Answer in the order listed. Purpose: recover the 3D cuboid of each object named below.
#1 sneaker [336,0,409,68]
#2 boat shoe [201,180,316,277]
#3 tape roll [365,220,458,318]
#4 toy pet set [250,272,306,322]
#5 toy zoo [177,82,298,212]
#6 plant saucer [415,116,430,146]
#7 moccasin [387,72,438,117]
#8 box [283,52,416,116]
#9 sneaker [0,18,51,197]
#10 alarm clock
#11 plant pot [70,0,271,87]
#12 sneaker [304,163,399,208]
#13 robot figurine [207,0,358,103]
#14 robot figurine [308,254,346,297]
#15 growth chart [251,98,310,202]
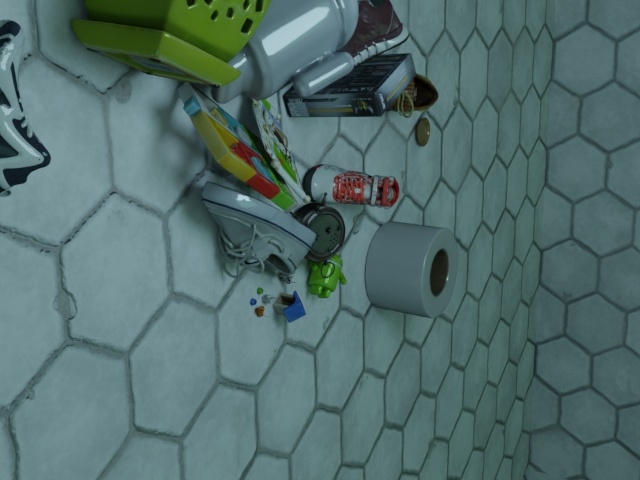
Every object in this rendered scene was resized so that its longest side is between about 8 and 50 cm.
[{"bbox_3d":[0.042,-0.435,1.698,0.281,0.106,0.163,-33,105,-27],"label":"sneaker"},{"bbox_3d":[-0.137,0.004,1.622,0.157,0.135,0.367,-66,155,-5],"label":"boat shoe"},{"bbox_3d":[0.250,0.076,2.233,0.246,0.169,0.246,-24,118,-55],"label":"tape roll"},{"bbox_3d":[-0.080,0.128,1.790,0.122,0.065,0.114,-59,143,-32],"label":"toy pet set"},{"bbox_3d":[-0.158,-0.175,1.490,0.030,0.192,0.293,-38,149,11],"label":"toy zoo"},{"bbox_3d":[0.290,-0.311,2.356,0.083,0.015,0.083,-20,113,-56],"label":"plant saucer"},{"bbox_3d":[0.180,-0.370,2.024,0.380,0.147,0.139,5,93,-60],"label":"moccasin"},{"bbox_3d":[0.062,-0.330,1.754,0.183,0.231,0.056,-52,135,-41],"label":"box"},{"bbox_3d":[-0.422,-0.164,1.111,0.153,0.094,0.235,30,72,-59],"label":"sneaker"},{"bbox_3d":[0.000,0.000,1.852,0.129,0.064,0.192,-29,119,-27],"label":"alarm clock"},{"bbox_3d":[-0.231,-0.363,1.266,0.227,0.228,0.207,14,91,-60],"label":"plant pot"},{"bbox_3d":[0.085,-0.125,1.926,0.270,0.145,0.090,1,97,-59],"label":"sneaker"},{"bbox_3d":[-0.075,-0.391,1.478,0.353,0.300,0.200,-37,174,-20],"label":"robot figurine"},{"bbox_3d":[0.012,0.077,1.931,0.101,0.067,0.115,26,73,-26],"label":"robot figurine"},{"bbox_3d":[-0.086,-0.195,1.633,0.172,0.021,0.237,40,28,-59],"label":"growth chart"}]
